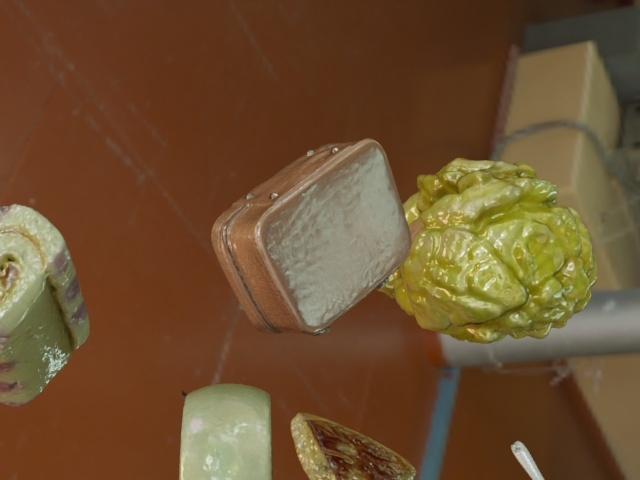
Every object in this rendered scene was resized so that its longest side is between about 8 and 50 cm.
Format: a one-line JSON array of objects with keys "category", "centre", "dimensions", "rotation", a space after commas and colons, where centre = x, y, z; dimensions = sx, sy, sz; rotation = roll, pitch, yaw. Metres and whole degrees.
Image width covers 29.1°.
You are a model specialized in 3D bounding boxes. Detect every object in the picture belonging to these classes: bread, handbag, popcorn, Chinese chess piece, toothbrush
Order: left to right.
[{"category": "bread", "centre": [-0.423, 0.095, 1.678], "dimensions": [0.187, 0.155, 0.338], "rotation": [-51, 169, -21]}, {"category": "Chinese chess piece", "centre": [-0.073, 0.209, 0.988], "dimensions": [0.188, 0.083, 0.188], "rotation": [180, -90, -88]}, {"category": "handbag", "centre": [0.000, 0.000, 1.168], "dimensions": [0.193, 0.072, 0.151], "rotation": [-41, 116, -39]}, {"category": "bread", "centre": [0.018, 0.238, 1.344], "dimensions": [0.054, 0.136, 0.154], "rotation": [-57, 158, 20]}, {"category": "popcorn", "centre": [0.188, 0.010, 1.417], "dimensions": [0.259, 0.259, 0.212], "rotation": [-18, 117, -62]}, {"category": "toothbrush", "centre": [0.285, 0.324, 1.447], "dimensions": [0.204, 0.017, 0.022], "rotation": [57, 15, 12]}]
